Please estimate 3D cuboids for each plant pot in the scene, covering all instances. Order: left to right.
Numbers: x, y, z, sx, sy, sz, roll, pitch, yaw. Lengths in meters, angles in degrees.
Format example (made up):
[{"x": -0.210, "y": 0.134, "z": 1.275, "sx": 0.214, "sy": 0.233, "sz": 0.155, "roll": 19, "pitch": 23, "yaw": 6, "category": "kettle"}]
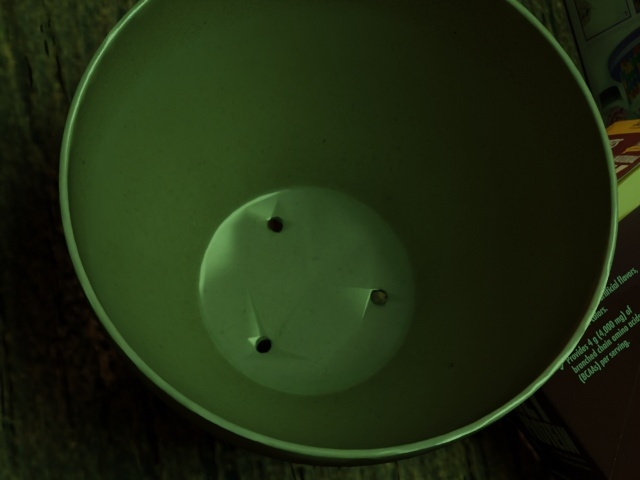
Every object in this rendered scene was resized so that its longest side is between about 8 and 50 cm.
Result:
[{"x": 0.000, "y": 0.000, "z": 0.879, "sx": 0.284, "sy": 0.191, "sz": 0.284, "roll": 2, "pitch": 70, "yaw": -7, "category": "plant pot"}]

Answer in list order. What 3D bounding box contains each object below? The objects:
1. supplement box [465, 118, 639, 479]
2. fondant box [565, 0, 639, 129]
[{"x": 0.204, "y": 0.051, "z": 1.029, "sx": 0.191, "sy": 0.129, "sz": 0.194, "roll": -38, "pitch": 100, "yaw": -9, "category": "supplement box"}, {"x": 0.304, "y": -0.170, "z": 1.154, "sx": 0.096, "sy": 0.238, "sz": 0.330, "roll": -7, "pitch": 79, "yaw": -36, "category": "fondant box"}]
